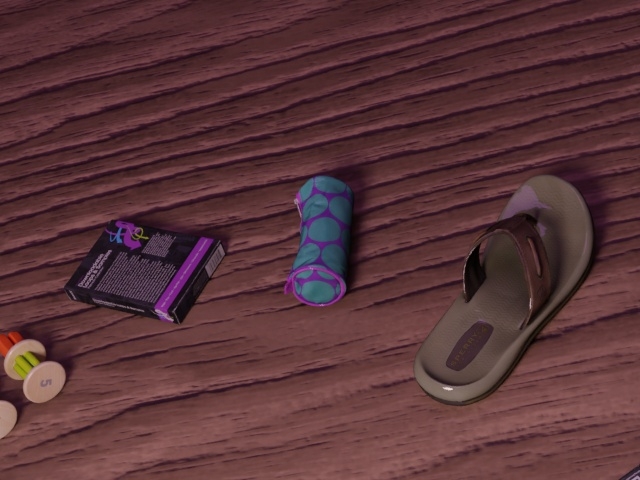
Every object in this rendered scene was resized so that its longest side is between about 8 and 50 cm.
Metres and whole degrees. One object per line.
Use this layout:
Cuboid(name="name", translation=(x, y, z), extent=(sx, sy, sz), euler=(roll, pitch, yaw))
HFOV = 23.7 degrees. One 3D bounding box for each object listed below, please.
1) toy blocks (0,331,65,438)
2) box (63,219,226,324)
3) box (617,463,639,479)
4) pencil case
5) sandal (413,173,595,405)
Cuboid(name="toy blocks", translation=(-0.375, 0.147, 1.731), extent=(0.123, 0.054, 0.148), euler=(-39, 47, -17))
Cuboid(name="box", translation=(-0.208, 0.035, 1.795), extent=(0.162, 0.029, 0.116), euler=(12, 52, 28))
Cuboid(name="box", translation=(0.272, 0.312, 1.339), extent=(0.190, 0.045, 0.184), euler=(-33, 48, -13))
Cuboid(name="pencil case", translation=(0.000, 0.000, 1.726), extent=(0.070, 0.064, 0.152), euler=(3, 47, 2))
Cuboid(name="sandal", translation=(0.197, 0.041, 1.597), extent=(0.120, 0.086, 0.303), euler=(14, 54, 31))
